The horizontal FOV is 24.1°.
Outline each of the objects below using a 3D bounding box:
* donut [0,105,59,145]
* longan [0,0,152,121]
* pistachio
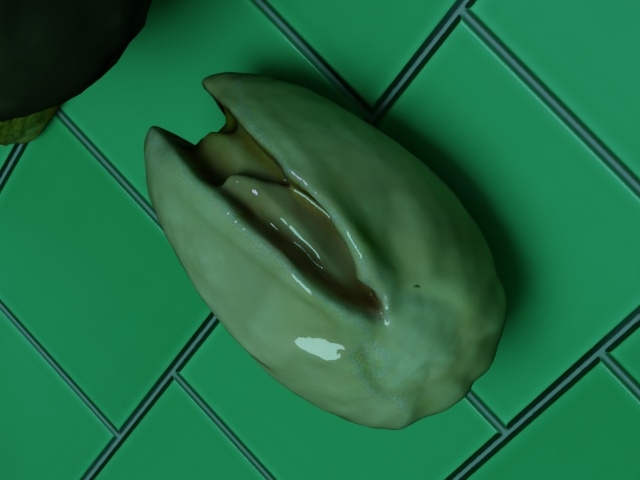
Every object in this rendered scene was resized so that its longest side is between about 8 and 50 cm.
[{"bbox_3d":[-0.356,-0.147,1.361,0.295,0.112,0.151,17,119,31],"label":"donut"},{"bbox_3d":[-0.332,-0.275,1.077,0.436,0.404,0.404,2,118,1],"label":"longan"},{"bbox_3d":[0.000,0.000,1.132,0.193,0.214,0.318,-42,71,-1],"label":"pistachio"}]
